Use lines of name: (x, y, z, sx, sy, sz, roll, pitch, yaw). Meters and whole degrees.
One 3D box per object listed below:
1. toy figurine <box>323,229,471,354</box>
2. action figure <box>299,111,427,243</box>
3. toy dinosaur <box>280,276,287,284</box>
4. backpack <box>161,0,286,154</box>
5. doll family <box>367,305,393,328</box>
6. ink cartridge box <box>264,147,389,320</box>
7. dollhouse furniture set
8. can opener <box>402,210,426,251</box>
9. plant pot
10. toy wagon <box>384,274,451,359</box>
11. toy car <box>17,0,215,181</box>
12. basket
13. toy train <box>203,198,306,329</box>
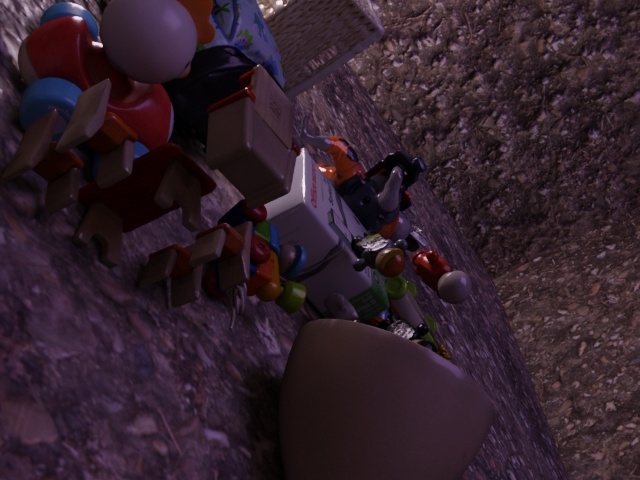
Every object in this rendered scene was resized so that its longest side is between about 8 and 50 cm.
toy figurine: (0.129, 0.104, 1.160, 0.210, 0.213, 0.148, 23, 10, -28)
action figure: (0.050, -0.090, 1.460, 0.330, 0.341, 0.178, 36, 53, -3)
toy dinosaur: (-0.082, 0.045, 1.071, 0.082, 0.090, 0.047, 18, 1, 10)
backpack: (-0.200, -0.348, 1.117, 0.355, 0.273, 0.290, 49, 5, 22)
doll family: (0.133, 0.186, 1.364, 0.163, 0.118, 0.263, 54, 18, -18)
ink cartridge box: (0.000, 0.000, 1.283, 0.289, 0.122, 0.211, 51, 20, -30)
dollhouse furniture set: (-0.154, -0.074, 0.747, 0.262, 0.259, 0.135, 47, 31, -41)
can opener: (0.232, -0.066, 2.124, 0.280, 0.093, 0.074, 45, 19, -18)
plant pot: (0.057, 0.260, 0.870, 0.284, 0.284, 0.191, 49, 56, -33)
toy wagon: (0.206, 0.151, 1.627, 0.267, 0.068, 0.344, 49, 13, -52)
toy car: (-0.217, -0.219, 0.831, 0.210, 0.238, 0.219, 45, 24, -41)
basket: (-0.072, -0.604, 1.706, 0.266, 0.328, 0.331, 32, 33, -53)
toy train: (-0.079, 0.063, 0.951, 0.143, 0.105, 0.248, 34, 29, -32)
